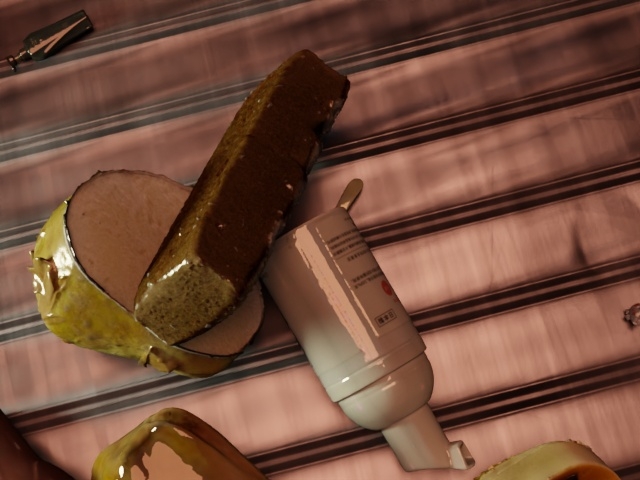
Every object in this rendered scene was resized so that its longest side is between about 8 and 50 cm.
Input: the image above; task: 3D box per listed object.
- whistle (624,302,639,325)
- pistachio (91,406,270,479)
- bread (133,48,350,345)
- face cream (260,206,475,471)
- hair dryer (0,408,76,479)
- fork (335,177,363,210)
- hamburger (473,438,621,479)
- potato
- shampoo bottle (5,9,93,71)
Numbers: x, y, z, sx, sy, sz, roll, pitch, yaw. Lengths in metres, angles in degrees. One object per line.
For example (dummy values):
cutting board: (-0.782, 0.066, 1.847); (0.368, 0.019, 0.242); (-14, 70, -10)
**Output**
whistle: (0.449, 0.088, 1.365); (0.083, 0.029, 0.033); (-29, 42, 0)
pistachio: (-0.160, 0.334, 1.275); (0.260, 0.163, 0.213); (44, 123, -3)
bread: (-0.092, -0.062, 1.286); (0.113, 0.165, 0.416); (36, 48, -14)
face cream: (0.061, 0.148, 1.308); (0.145, 0.145, 0.369); (-29, 84, -5)
hair dryer: (-0.431, 0.418, 1.294); (0.313, 0.123, 0.340); (38, 96, 32)
fork: (0.001, 0.002, 1.423); (0.034, 0.028, 0.219); (25, 73, 17)
hamburger: (0.282, 0.344, 1.265); (0.210, 0.116, 0.173); (-29, 83, -9)
potato: (-0.238, 0.058, 1.341); (0.300, 0.196, 0.246); (38, 48, -16)
shampoo bottle: (-0.408, -0.301, 1.527); (0.137, 0.027, 0.048); (-31, 73, -5)
